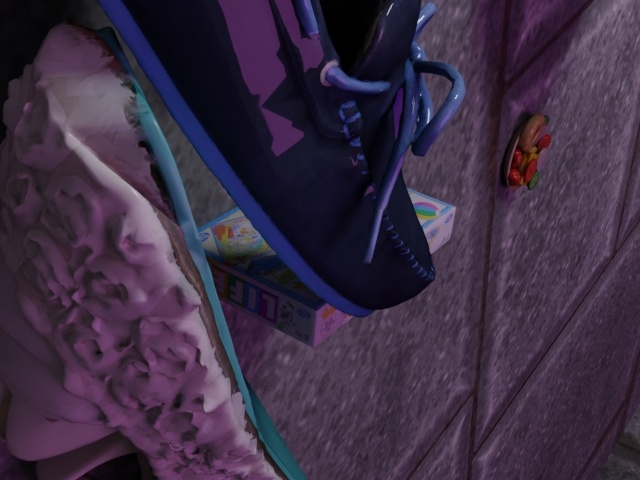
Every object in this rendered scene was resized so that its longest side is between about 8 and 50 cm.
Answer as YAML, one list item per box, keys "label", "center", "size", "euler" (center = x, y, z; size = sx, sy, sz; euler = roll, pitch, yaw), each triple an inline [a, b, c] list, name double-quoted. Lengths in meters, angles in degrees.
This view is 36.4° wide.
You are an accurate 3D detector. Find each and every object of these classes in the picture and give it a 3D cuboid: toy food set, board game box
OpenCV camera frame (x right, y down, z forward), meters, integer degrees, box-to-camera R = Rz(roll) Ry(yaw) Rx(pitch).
- label: "toy food set"
  center: [0.212, -0.089, 0.990]
  size: [0.083, 0.020, 0.083]
  euler: [3, 107, -61]
- label: "board game box"
  center: [0.000, 0.000, 0.597]
  size: [0.154, 0.103, 0.026]
  euler: [-33, 138, -46]

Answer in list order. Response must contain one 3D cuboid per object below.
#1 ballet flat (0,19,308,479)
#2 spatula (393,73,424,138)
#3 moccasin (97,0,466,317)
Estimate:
- label: "ballet flat"
  center: [-0.090, 0.086, 0.491]
  size: [0.147, 0.147, 0.409]
  euler: [-51, 148, -27]
- label: "spatula"
  center: [0.007, -0.099, 0.612]
  size: [0.296, 0.030, 0.084]
  euler: [10, 104, -62]
- label: "moccasin"
  center: [-0.006, -0.085, 0.405]
  size: [0.117, 0.137, 0.342]
  euler: [-28, 138, 7]
